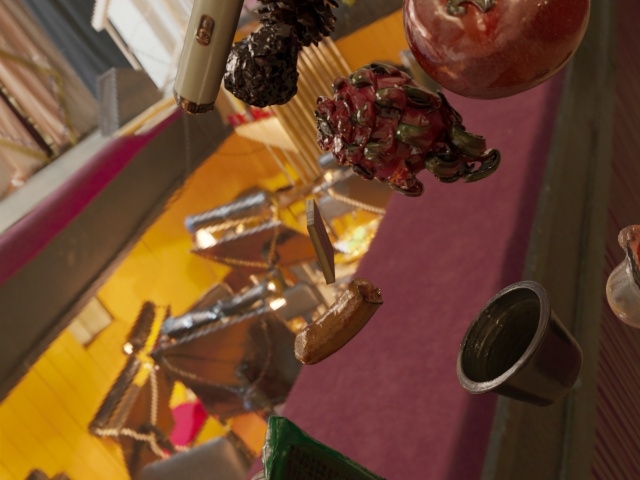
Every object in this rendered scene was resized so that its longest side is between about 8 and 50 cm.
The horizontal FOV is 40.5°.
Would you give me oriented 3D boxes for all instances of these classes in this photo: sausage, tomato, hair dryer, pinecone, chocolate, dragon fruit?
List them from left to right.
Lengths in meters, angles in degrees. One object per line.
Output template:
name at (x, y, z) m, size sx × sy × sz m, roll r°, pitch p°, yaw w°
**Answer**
hair dryer at (-0.123, -0.289, 1.046) m, size 0.203 × 0.128 × 0.362 m, roll -64°, pitch -2°, yaw -51°
chocolate at (-0.090, -0.327, 1.520) m, size 0.156 × 0.156 × 0.133 m, roll -54°, pitch -4°, yaw -46°
pinecone at (-0.021, -0.531, 1.809) m, size 0.246 × 0.246 × 0.292 m, roll -101°, pitch 32°, yaw -71°
sausage at (0.039, 0.205, 2.131) m, size 0.270 × 0.109 × 0.109 m, roll -45°, pitch 13°, yaw 21°
dragon fruit at (0.126, -0.164, 1.369) m, size 0.273 × 0.218 × 0.198 m, roll 36°, pitch 61°, yaw 28°
tomato at (0.259, -0.337, 1.266) m, size 0.270 × 0.270 × 0.227 m, roll -25°, pitch -21°, yaw 28°
chocolate at (0.599, 0.086, 1.596) m, size 0.147 × 0.221 × 0.221 m, roll -40°, pitch 9°, yaw 46°

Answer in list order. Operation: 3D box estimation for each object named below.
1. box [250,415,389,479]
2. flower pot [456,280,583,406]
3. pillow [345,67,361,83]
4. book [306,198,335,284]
box at (-0.010, 0.450, 1.297) m, size 0.106 × 0.337 × 0.264 m, roll -18°, pitch 48°, yaw 32°
flower pot at (0.380, 0.210, 1.589) m, size 0.235 × 0.148 × 0.235 m, roll -49°, pitch 17°, yaw 21°
pillow at (0.167, -0.254, 1.784) m, size 0.101 × 0.228 × 0.326 m, roll -45°, pitch 20°, yaw 6°
book at (0.000, 0.000, 2.161) m, size 0.026 × 0.161 × 0.231 m, roll -19°, pitch 17°, yaw 5°
